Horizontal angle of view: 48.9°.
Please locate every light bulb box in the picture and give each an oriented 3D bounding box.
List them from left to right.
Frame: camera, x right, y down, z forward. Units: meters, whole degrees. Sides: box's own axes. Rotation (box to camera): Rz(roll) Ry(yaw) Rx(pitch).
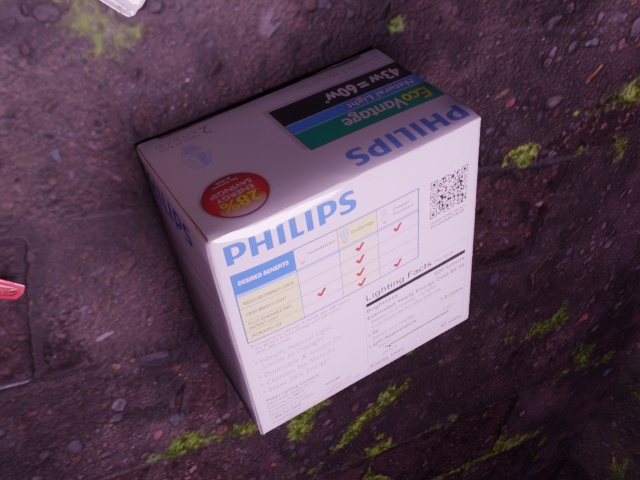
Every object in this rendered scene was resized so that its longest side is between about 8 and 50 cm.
[{"bbox_3d":[0.000,0.000,0.927,0.358,0.225,0.361,-26,136,-19],"label":"light bulb box"}]

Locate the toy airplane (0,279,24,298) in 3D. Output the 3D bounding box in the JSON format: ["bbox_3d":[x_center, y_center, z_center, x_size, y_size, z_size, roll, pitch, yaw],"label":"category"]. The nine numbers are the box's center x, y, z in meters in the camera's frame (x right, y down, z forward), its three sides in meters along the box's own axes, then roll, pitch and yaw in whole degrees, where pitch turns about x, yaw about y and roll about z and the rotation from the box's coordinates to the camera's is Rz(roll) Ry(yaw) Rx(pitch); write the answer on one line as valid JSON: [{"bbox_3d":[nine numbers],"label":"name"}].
[{"bbox_3d":[-0.419,0.065,0.794,0.151,0.028,0.151,-21,134,-23],"label":"toy airplane"}]

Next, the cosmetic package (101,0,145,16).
[{"bbox_3d":[-0.129,-0.393,0.499,0.156,0.217,0.385,23,109,-47],"label":"cosmetic package"}]
